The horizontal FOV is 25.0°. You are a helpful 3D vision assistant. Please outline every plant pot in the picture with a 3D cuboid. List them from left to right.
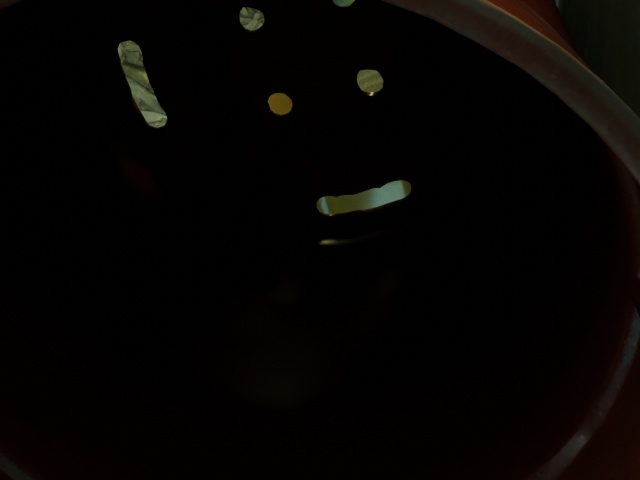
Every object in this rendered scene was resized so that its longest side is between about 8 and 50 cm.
[{"bbox_3d":[-0.012,-0.019,0.503,0.265,0.272,0.272,-80,-3,-59],"label":"plant pot"}]

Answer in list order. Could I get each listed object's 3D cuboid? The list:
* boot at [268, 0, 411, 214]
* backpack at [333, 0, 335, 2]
[{"bbox_3d":[0.001,0.000,0.824,0.295,0.104,0.211,143,127,-63],"label":"boot"},{"bbox_3d":[0.023,-0.186,0.821,0.182,0.115,0.152,136,125,-81],"label":"backpack"}]
